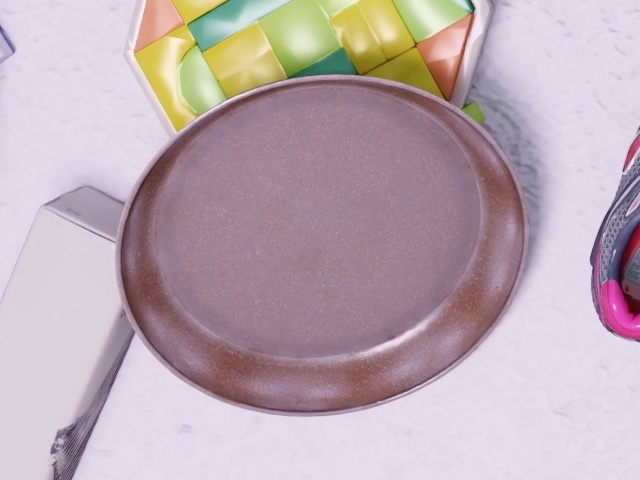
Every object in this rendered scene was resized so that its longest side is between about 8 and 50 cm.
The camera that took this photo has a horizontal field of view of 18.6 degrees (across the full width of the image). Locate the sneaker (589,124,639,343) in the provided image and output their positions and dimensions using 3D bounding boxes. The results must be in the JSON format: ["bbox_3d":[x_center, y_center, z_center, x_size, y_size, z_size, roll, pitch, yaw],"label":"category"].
[{"bbox_3d":[0.285,-0.061,1.428,0.121,0.112,0.299,19,103,8],"label":"sneaker"}]

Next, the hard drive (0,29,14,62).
[{"bbox_3d":[-0.419,-0.229,1.578,0.210,0.040,0.318,-32,93,15],"label":"hard drive"}]

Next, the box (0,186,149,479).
[{"bbox_3d":[-0.218,0.102,1.561,0.094,0.113,0.275,26,105,6],"label":"box"}]

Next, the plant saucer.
[{"bbox_3d":[0.000,0.000,1.472,0.311,0.050,0.310,-4,124,-6],"label":"plant saucer"}]

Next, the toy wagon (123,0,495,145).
[{"bbox_3d":[0.022,-0.182,1.482,0.344,0.068,0.267,-28,94,15],"label":"toy wagon"}]
